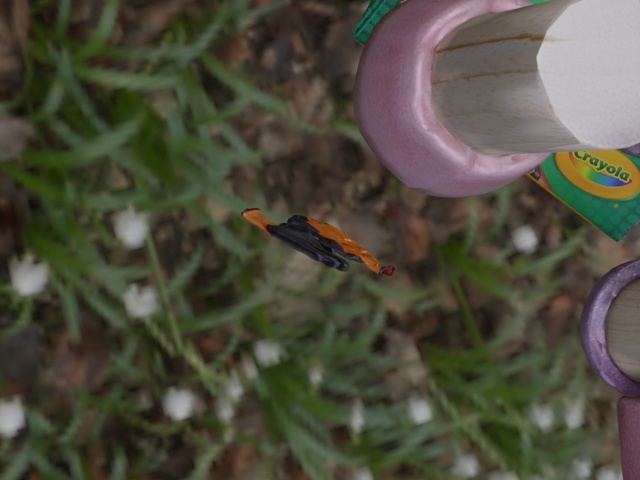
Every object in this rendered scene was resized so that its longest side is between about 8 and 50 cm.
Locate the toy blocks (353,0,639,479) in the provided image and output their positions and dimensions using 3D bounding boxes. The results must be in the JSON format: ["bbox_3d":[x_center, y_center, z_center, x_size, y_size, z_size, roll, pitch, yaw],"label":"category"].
[{"bbox_3d":[0.163,0.053,0.669,0.309,0.288,0.260,-6,-177,-16],"label":"toy blocks"}]

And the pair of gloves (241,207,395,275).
[{"bbox_3d":[0.000,0.000,1.159,0.083,0.074,0.010,4,114,-61],"label":"pair of gloves"}]

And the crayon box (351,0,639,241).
[{"bbox_3d":[0.124,-0.126,1.041,0.165,0.278,0.081,37,115,-6],"label":"crayon box"}]
